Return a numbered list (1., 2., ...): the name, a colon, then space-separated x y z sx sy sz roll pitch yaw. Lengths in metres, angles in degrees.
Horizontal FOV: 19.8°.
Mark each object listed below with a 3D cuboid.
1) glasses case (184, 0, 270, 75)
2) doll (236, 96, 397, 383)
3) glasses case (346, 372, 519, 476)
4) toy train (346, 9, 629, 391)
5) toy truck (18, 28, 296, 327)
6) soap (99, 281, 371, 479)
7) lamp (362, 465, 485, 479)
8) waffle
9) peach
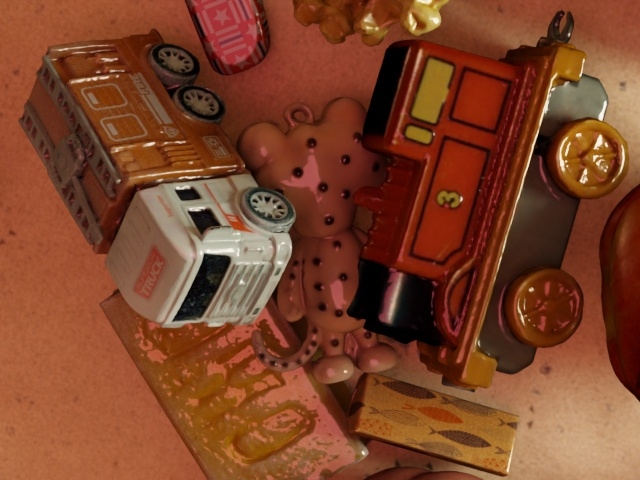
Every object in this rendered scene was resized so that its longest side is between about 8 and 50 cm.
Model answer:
1. glasses case: -0.103 -0.261 1.811 0.073 0.049 0.194 -18 99 13
2. doll: 0.002 0.000 1.795 0.154 0.119 0.278 -4 95 -9
3. glasses case: 0.113 0.186 1.845 0.170 0.041 0.064 17 71 -14
4. toy train: 0.145 -0.048 1.711 0.232 0.163 0.369 16 91 -10
5. toy truck: -0.162 -0.057 1.739 0.305 0.162 0.136 56 135 31
6. soap: -0.084 0.135 1.881 0.173 0.089 0.274 -31 96 14
7. lamp: 0.081 0.364 1.792 0.305 0.240 0.305 -17 58 30
8. waffle: 0.073 -0.296 1.714 0.253 0.056 0.249 -8 60 30
9. peach: 0.396 0.040 1.685 0.275 0.248 0.245 -3 84 -2
